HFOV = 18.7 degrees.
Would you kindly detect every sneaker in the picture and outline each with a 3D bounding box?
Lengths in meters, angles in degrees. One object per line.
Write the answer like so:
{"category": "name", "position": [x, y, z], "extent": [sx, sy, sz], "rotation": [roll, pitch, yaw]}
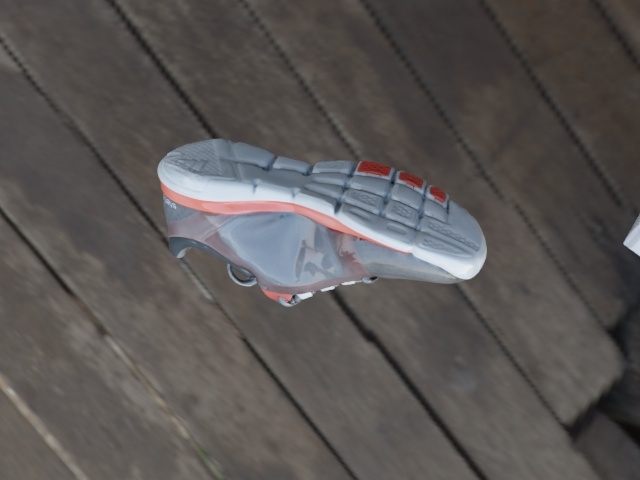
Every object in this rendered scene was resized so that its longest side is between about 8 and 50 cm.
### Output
{"category": "sneaker", "position": [0.000, 0.000, 0.897], "extent": [0.158, 0.061, 0.065], "rotation": [16, 120, 17]}

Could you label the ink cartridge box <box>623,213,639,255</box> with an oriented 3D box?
{"category": "ink cartridge box", "position": [0.289, 0.005, 1.026], "extent": [0.218, 0.158, 0.092], "rotation": [37, 66, 6]}
